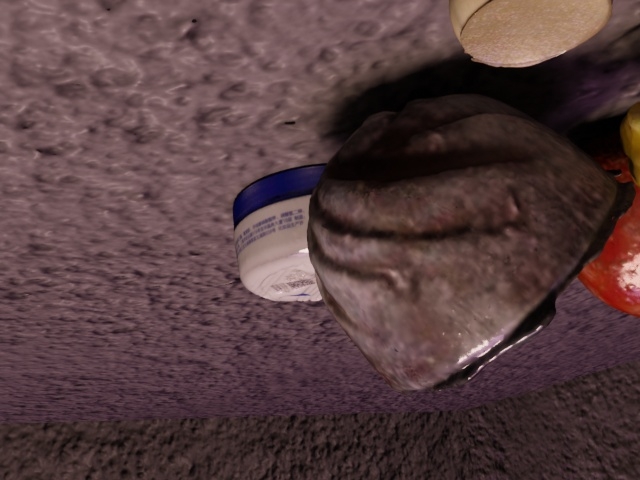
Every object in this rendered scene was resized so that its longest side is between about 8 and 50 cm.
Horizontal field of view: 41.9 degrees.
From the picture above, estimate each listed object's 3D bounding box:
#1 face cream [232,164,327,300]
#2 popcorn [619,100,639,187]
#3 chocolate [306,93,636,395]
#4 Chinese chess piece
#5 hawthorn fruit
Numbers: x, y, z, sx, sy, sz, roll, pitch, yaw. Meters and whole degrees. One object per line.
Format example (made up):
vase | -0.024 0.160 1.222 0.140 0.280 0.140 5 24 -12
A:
face cream | 0.000 0.000 0.995 0.205 0.111 0.206 -5 162 -2
popcorn | 0.364 -0.126 0.699 0.226 0.200 0.203 -16 118 36
chocolate | 0.108 -0.028 0.785 0.303 0.213 0.303 -47 -176 4
Chinese chess piece | 0.159 -0.183 0.635 0.122 0.051 0.122 -5 162 -2
hawthorn fruit | 0.361 -0.001 0.897 0.205 0.253 0.205 -17 156 -8
